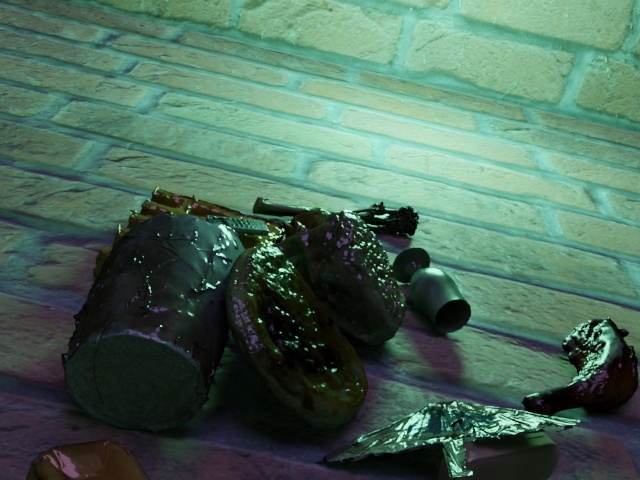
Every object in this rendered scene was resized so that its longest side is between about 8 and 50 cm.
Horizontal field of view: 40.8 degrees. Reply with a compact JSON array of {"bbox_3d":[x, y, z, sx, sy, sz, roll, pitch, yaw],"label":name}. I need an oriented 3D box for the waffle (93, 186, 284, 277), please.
[{"bbox_3d":[-0.242,0.016,1.675,0.304,0.077,0.348,17,26,5],"label":"waffle"}]

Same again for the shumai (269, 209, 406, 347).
[{"bbox_3d":[0.028,0.099,1.587,0.260,0.222,0.225,61,16,19],"label":"shumai"}]

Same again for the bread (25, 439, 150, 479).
[{"bbox_3d":[-0.248,0.342,0.982,0.136,0.107,0.241,-4,31,-36],"label":"bread"}]

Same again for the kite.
[{"bbox_3d":[0.193,0.282,1.267,0.406,0.014,0.368,-9,4,4],"label":"kite"}]

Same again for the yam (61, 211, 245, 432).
[{"bbox_3d":[-0.242,0.119,1.316,0.241,0.241,0.348,12,28,-3],"label":"yam"}]

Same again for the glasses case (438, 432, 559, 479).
[{"bbox_3d":[0.264,0.331,1.270,0.196,0.083,0.050,-1,28,-29],"label":"glasses case"}]

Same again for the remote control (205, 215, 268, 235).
[{"bbox_3d":[-0.165,-0.029,1.706,0.124,0.018,0.053,5,27,-27],"label":"remote control"}]

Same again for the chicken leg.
[{"bbox_3d":[0.491,0.237,1.561,0.158,0.096,0.407,22,29,28],"label":"chicken leg"}]

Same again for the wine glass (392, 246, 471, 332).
[{"bbox_3d":[0.220,0.098,1.709,0.093,0.093,0.202,2,28,-21],"label":"wine glass"}]

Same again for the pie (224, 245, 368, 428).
[{"bbox_3d":[-0.040,0.145,1.338,0.323,0.070,0.323,47,20,-24],"label":"pie"}]

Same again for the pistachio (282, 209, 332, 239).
[{"bbox_3d":[0.000,0.000,1.763,0.165,0.130,0.210,41,14,9],"label":"pistachio"}]

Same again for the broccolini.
[{"bbox_3d":[0.043,-0.067,1.974,0.392,0.074,0.079,6,20,-18],"label":"broccolini"}]
